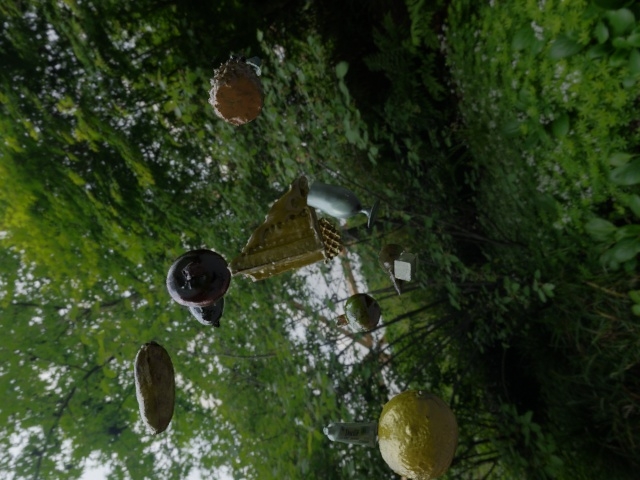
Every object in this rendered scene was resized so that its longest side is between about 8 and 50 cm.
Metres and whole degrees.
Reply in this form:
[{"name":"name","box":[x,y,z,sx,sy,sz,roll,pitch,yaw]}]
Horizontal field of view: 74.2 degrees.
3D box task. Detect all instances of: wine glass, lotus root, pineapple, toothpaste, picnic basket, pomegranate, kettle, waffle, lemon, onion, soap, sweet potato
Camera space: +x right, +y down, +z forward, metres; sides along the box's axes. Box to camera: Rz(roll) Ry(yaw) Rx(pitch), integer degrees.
[{"name":"wine glass","box":[0.064,-0.109,1.226,0.093,0.202,0.093,-56,-22,-36]},{"name":"lotus root","box":[-0.474,0.422,1.224,0.097,0.110,0.259,-13,86,55]},{"name":"pineapple","box":[-0.229,-0.443,1.185,0.279,0.157,0.158,-100,-12,-48]},{"name":"toothpaste","box":[0.082,0.481,1.059,0.218,0.041,0.064,29,-120,-43]},{"name":"picnic basket","box":[-0.238,-0.591,1.440,0.083,0.083,0.065,37,168,32]},{"name":"pomegranate","box":[0.155,0.308,1.760,0.159,0.204,0.159,55,-161,-29]},{"name":"kettle","box":[-0.590,0.320,2.213,0.271,0.207,0.251,49,131,54]},{"name":"waffle","box":[0.001,-0.005,1.621,0.038,0.191,0.191,-37,-72,-62]},{"name":"lemon","box":[0.236,0.469,1.031,0.192,0.192,0.231,-64,-21,-81]},{"name":"onion","box":[-0.523,0.150,1.786,0.285,0.272,0.273,79,174,-68]},{"name":"soap","box":[-0.170,-0.039,1.502,0.169,0.338,0.305,70,-177,-63]},{"name":"sweet potato","box":[0.309,0.099,1.767,0.423,0.130,0.131,-76,-34,-75]}]

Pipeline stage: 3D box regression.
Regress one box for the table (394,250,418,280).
[{"name":"table","box":[0.320,0.092,1.572,0.083,0.062,0.079,-41,-46,-46]}]
